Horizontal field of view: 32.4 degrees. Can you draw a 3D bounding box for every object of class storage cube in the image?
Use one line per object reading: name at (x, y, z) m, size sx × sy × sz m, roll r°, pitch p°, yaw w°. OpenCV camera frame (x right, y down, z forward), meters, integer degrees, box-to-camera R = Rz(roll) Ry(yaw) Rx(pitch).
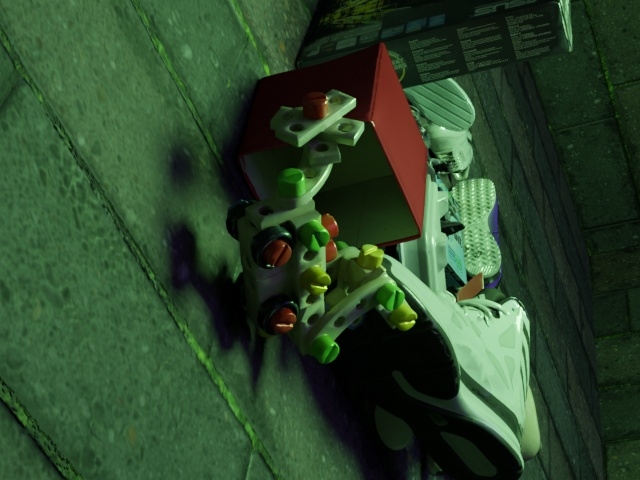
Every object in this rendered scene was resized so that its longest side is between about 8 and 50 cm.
storage cube at (0.023, -0.110, 1.428) m, size 0.193 × 0.184 × 0.215 m, roll -80°, pitch 150°, yaw -50°

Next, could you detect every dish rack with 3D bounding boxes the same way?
dish rack at (0.177, 0.068, 1.781) m, size 0.285 × 0.072 × 0.333 m, roll -78°, pitch 162°, yaw -63°

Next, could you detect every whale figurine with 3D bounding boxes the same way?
whale figurine at (0.321, 0.324, 2.098) m, size 0.272 × 0.141 × 0.216 m, roll -122°, pitch -160°, yaw -77°

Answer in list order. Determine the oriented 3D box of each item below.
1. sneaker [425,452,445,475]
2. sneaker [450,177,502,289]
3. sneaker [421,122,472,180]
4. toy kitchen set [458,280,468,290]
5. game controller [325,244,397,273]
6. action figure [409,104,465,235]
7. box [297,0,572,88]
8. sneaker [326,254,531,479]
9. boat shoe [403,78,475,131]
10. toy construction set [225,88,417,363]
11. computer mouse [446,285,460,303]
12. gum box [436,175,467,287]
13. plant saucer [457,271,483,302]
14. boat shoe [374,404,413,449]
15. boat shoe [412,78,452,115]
sneaker at (0.194, 0.319, 1.825) m, size 0.161 × 0.057 × 0.075 m, roll -73°, pitch 142°, yaw -61°
sneaker at (0.332, 0.003, 2.337) m, size 0.146 × 0.102 × 0.293 m, roll 73°, pitch 16°, yaw -47°
sneaker at (0.273, -0.192, 2.304) m, size 0.235 × 0.090 × 0.094 m, roll 20°, pitch 70°, yaw -65°
toy kitchen set at (0.310, 0.128, 2.227) m, size 0.083 × 0.068 × 0.075 m, roll 53°, pitch 31°, yaw -50°
game controller at (0.062, -0.021, 1.650) m, size 0.319 × 0.067 × 0.166 m, roll -74°, pitch 146°, yaw -54°
action figure at (0.182, -0.141, 2.005) m, size 0.185 × 0.099 × 0.285 m, roll 34°, pitch 41°, yaw -45°
box at (0.183, -0.353, 1.697) m, size 0.318 × 0.395 × 0.097 m, roll -75°, pitch 148°, yaw -50°
sneaker at (0.168, 0.128, 1.582) m, size 0.447 × 0.169 × 0.257 m, roll 54°, pitch 37°, yaw -31°
boat shoe at (0.186, -0.284, 1.994) m, size 0.226 × 0.083 × 0.076 m, roll 38°, pitch 17°, yaw -5°
toy construction set at (0.000, 0.000, 1.259) m, size 0.151 × 0.215 × 0.327 m, roll 32°, pitch -40°, yaw 52°
computer mouse at (0.307, 0.170, 2.181) m, size 0.071 × 0.041 × 0.242 m, roll 38°, pitch -18°, yaw 48°
gum box at (0.241, -0.017, 2.167) m, size 0.157 × 0.041 × 0.184 m, roll 43°, pitch 40°, yaw -57°
plant saucer at (0.258, 0.222, 1.879) m, size 0.258 × 0.048 × 0.259 m, roll 76°, pitch 15°, yaw -60°
boat shoe at (0.114, 0.233, 1.659) m, size 0.063 × 0.066 × 0.184 m, roll 49°, pitch 25°, yaw -51°
boat shoe at (0.232, -0.308, 2.267) m, size 0.258 × 0.095 × 0.084 m, roll 26°, pitch 49°, yaw -78°
